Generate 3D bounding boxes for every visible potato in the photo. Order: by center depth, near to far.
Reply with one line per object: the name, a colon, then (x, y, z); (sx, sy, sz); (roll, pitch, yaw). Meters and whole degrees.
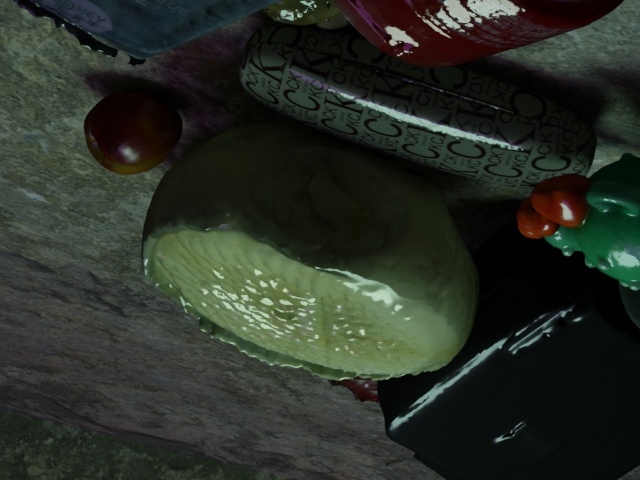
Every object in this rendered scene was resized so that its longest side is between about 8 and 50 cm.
potato: (0.006, -0.230, 1.628); (0.138, 0.070, 0.091); (-7, 158, 32)

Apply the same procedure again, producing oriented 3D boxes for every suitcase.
suitcase: (0.257, 0.156, 2.153); (0.339, 0.188, 0.345); (-40, 133, 23)

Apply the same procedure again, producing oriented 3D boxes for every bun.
bun: (-0.001, -0.003, 1.979); (0.364, 0.202, 0.364); (17, 155, 8)

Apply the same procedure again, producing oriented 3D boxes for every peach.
peach: (-0.205, -0.121, 2.071); (0.101, 0.100, 0.100); (14, 161, 5)

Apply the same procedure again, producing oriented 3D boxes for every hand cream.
hand cream: (0.111, -0.239, 1.294); (0.230, 0.230, 0.149); (28, 156, -31)

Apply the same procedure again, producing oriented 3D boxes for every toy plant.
toy plant: (0.368, 0.016, 1.822); (0.400, 0.185, 0.279); (32, -170, -45)

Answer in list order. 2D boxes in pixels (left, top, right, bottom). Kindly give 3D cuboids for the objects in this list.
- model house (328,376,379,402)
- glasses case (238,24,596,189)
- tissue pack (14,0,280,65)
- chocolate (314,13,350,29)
model house: (0.141, 0.116, 2.351); (0.254, 0.160, 0.196); (1, 155, 29)
glasses case: (0.094, -0.127, 1.819); (0.355, 0.085, 0.137); (17, 163, -4)
tissue pack: (-0.156, -0.279, 1.554); (0.259, 0.122, 0.361); (30, 159, -26)
chocolate: (0.001, -0.220, 1.724); (0.065, 0.031, 0.100); (20, 162, 2)
